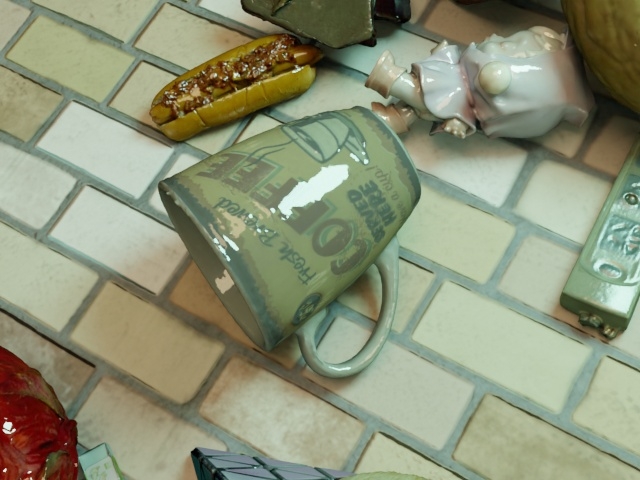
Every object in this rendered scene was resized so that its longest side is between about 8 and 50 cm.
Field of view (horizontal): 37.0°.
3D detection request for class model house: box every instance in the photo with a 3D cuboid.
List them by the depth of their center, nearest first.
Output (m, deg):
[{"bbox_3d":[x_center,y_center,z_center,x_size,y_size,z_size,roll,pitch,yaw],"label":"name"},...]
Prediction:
[{"bbox_3d":[0.024,-0.327,1.289,0.203,0.164,0.141,34,110,18],"label":"model house"}]

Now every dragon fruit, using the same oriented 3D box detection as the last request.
[{"bbox_3d":[-0.391,0.233,1.001,0.342,0.277,0.277,43,78,12],"label":"dragon fruit"}]

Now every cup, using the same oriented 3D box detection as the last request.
[{"bbox_3d":[0.000,0.000,1.094,0.257,0.227,0.301,-32,92,-10],"label":"cup"}]

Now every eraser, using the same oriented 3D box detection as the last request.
[{"bbox_3d":[-0.245,0.276,1.094,0.038,0.019,0.083,-29,62,-2],"label":"eraser"}]

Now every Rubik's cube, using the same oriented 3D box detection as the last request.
[{"bbox_3d":[-0.066,0.269,1.054,0.190,0.211,0.178,-18,34,-34],"label":"Rubik's cube"}]

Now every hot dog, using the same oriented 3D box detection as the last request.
[{"bbox_3d":[-0.112,-0.215,1.276,0.249,0.076,0.102,-21,59,1],"label":"hot dog"}]

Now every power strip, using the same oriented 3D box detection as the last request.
[{"bbox_3d":[0.366,-0.023,1.114,0.080,0.048,0.286,23,69,19],"label":"power strip"}]

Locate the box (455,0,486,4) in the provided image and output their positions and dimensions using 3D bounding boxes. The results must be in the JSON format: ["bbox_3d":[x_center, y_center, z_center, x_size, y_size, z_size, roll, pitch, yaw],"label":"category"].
[{"bbox_3d":[0.201,-0.495,1.199,0.229,0.239,0.339,-42,105,-7],"label":"box"}]

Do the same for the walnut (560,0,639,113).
[{"bbox_3d":[0.429,-0.282,1.077,0.332,0.333,0.333,-4,64,8],"label":"walnut"}]

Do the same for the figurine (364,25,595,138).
[{"bbox_3d":[0.195,-0.186,1.176,0.275,0.200,0.133,-6,105,9],"label":"figurine"}]

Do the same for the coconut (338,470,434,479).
[{"bbox_3d":[0.054,0.380,0.849,0.328,0.329,0.329,-4,64,8],"label":"coconut"}]
